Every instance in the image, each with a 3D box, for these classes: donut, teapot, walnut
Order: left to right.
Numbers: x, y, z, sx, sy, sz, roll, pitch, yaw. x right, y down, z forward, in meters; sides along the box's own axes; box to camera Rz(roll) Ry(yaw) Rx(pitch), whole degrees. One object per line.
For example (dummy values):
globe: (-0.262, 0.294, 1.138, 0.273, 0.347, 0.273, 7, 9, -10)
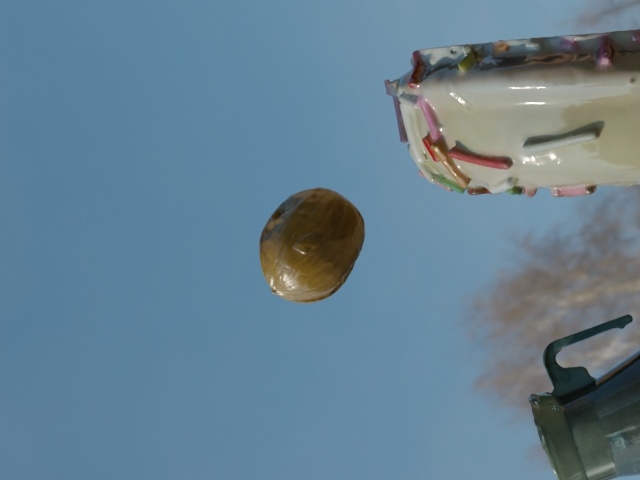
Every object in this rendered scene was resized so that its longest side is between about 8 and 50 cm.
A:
walnut: (0.000, 0.000, 1.460, 0.091, 0.052, 0.121, 39, -119, -13)
donut: (0.252, -0.119, 1.491, 0.383, 0.383, 0.142, -12, -81, -62)
teapot: (0.359, 0.191, 1.879, 0.171, 0.225, 0.203, 47, -157, -77)
